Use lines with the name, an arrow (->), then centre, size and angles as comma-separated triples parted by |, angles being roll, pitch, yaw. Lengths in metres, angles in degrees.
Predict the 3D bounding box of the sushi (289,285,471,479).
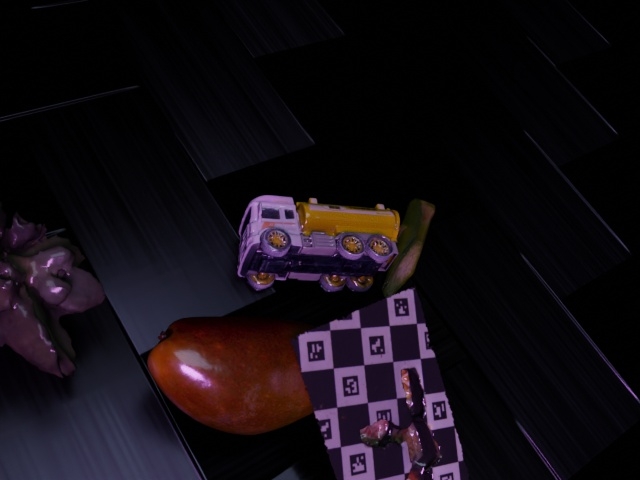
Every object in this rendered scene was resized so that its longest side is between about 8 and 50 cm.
sushi -> 0.074, 0.216, 0.815 | 0.193, 0.043, 0.279 | -18, 90, -34

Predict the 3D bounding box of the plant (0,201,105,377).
plant -> -0.384, 0.036, 0.701 | 0.313, 0.213, 0.215 | 7, 54, -13

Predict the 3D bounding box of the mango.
mango -> -0.071, 0.154, 0.790 | 0.268, 0.111, 0.133 | 8, 52, -33

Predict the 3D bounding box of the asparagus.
asparagus -> 0.128, 0.011, 1.003 | 0.045, 0.041, 0.178 | 29, 54, -8

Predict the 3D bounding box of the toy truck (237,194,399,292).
toy truck -> 0.000, 0.000, 0.932 | 0.227, 0.098, 0.114 | 3, 53, -20
